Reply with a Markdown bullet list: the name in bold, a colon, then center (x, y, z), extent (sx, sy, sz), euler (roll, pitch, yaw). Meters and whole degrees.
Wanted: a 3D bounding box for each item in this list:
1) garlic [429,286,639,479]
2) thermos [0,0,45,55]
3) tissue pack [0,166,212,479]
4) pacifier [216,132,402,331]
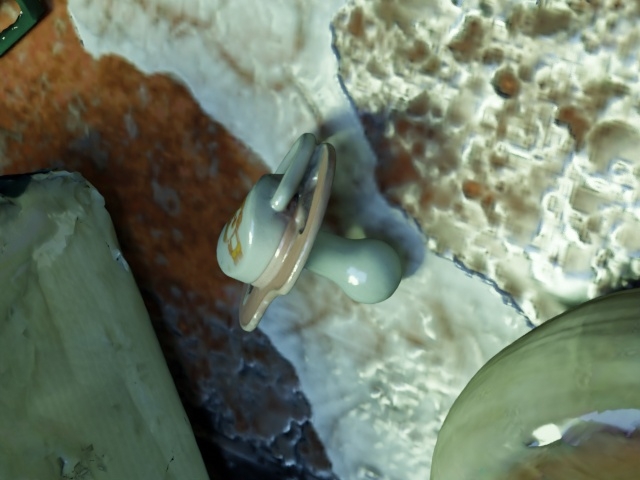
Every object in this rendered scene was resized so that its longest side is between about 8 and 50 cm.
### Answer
- **garlic**: center (0.106, 0.094, 0.487), extent (0.198, 0.090, 0.128), euler (-35, 99, 32)
- **thermos**: center (-0.197, -0.118, 0.607), extent (0.187, 0.073, 0.083), euler (-31, 88, 36)
- **tissue pack**: center (-0.275, 0.154, 0.645), extent (0.416, 0.253, 0.264), euler (-18, 98, 36)
- **pacifier**: center (0.000, 0.000, 0.539), extent (0.078, 0.082, 0.099), euler (22, 151, -11)
